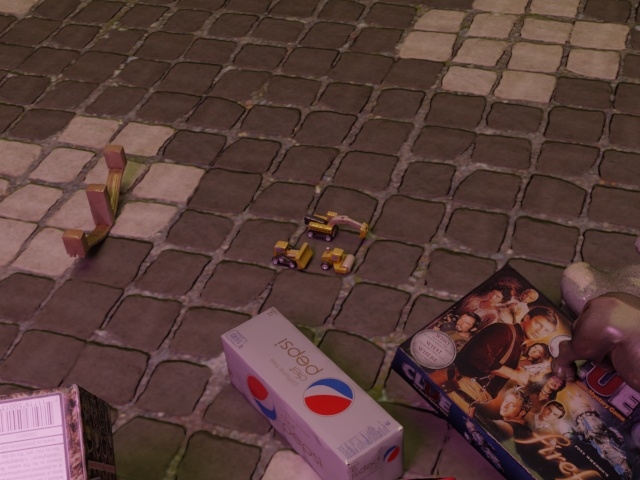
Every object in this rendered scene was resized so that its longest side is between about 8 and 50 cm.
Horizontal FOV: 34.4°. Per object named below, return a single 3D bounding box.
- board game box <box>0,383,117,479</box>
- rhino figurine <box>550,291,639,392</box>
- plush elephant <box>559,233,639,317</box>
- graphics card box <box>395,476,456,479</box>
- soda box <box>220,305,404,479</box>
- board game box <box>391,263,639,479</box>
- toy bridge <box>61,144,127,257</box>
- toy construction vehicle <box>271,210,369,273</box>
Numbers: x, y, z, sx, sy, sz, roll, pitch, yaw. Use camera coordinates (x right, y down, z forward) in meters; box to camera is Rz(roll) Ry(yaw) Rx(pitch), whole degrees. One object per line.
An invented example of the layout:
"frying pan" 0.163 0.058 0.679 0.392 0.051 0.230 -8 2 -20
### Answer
"board game box" -0.266 0.273 0.766 0.232 0.141 0.291 -8 75 -3
"rhino figurine" 0.329 0.126 0.912 0.243 0.106 0.073 28 48 23
"plush elephant" 0.446 0.003 1.018 0.330 0.255 0.272 -17 41 -13
"graphics card box" 0.093 0.366 0.651 0.094 0.233 0.371 -9 40 -4
"soda box" -0.011 0.161 1.027 0.069 0.074 0.216 -28 45 -24
"board game box" 0.211 0.149 0.989 0.165 0.042 0.243 -34 63 -29
"toy bridge" -0.278 -0.044 1.306 0.026 0.063 0.188 2 42 9
"toy construction vehicle" 0.000 0.000 1.244 0.098 0.035 0.086 13 44 20
